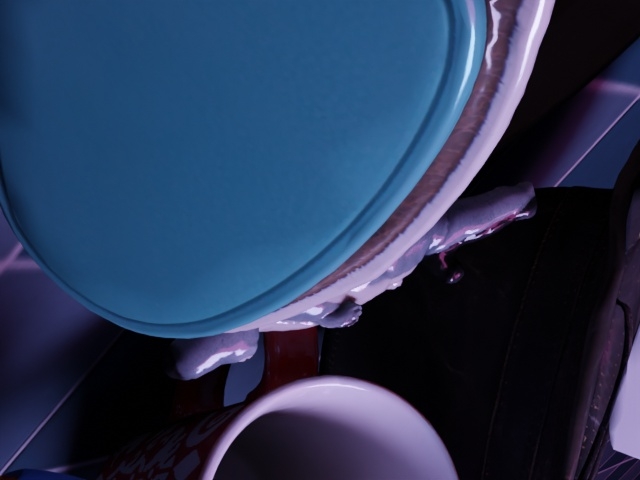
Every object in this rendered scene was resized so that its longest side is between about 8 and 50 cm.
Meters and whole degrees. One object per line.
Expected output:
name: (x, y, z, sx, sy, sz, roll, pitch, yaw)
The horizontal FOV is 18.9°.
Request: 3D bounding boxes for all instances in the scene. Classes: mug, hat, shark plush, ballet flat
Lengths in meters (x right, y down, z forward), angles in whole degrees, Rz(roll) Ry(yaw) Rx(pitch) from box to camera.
mug: (-0.023, 0.102, 0.806, 0.169, 0.113, 0.150, -19, -132, 64)
hat: (0.074, 0.049, 0.871, 0.331, 0.134, 0.331, 20, 90, -78)
shark plush: (0.000, 0.000, 0.660, 0.161, 0.073, 0.067, 1, 124, -8)
ballet flat: (0.013, -0.117, 0.410, 0.139, 0.139, 0.400, -34, 160, -29)

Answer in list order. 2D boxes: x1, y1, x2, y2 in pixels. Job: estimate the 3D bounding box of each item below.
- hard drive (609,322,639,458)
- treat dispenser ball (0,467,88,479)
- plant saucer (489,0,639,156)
hard drive: (0.196, -0.068, 0.808, 0.307, 0.040, 0.203, -51, 157, -55)
treat dispenser ball: (-0.116, 0.215, 0.606, 0.288, 0.288, 0.288, -39, 163, -14)
plant saucer: (0.096, -0.126, 0.698, 0.278, 0.041, 0.278, -38, 162, -15)
